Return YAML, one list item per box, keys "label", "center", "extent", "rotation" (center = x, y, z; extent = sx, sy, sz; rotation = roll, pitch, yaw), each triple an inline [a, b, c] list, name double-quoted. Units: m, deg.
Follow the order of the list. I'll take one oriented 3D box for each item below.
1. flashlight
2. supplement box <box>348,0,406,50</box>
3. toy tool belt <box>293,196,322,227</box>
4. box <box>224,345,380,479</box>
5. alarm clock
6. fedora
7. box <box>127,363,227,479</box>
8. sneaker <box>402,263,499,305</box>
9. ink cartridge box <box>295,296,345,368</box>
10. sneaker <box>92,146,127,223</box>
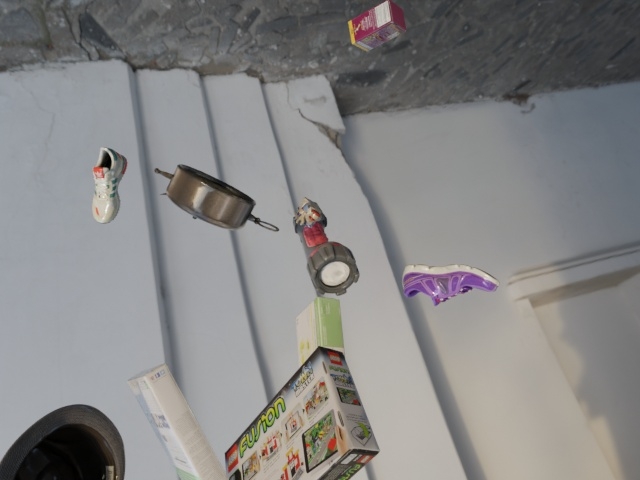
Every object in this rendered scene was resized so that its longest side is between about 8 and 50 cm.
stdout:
- label: "flashlight"
  center: [0.000, 0.000, 0.907]
  extent: [0.103, 0.304, 0.103]
  rotation: [-23, 121, 1]
- label: "supplement box"
  center: [0.099, -0.377, 0.709]
  extent: [0.083, 0.043, 0.055]
  rotation: [-10, 179, 38]
- label: "toy tool belt"
  center: [-0.025, -0.045, 0.775]
  extent: [0.052, 0.083, 0.051]
  rotation: [33, 105, -20]
- label: "box"
  center: [-0.033, 0.223, 0.423]
  extent: [0.036, 0.114, 0.207]
  rotation: [24, 115, -30]
- label: "alarm clock"
  center: [-0.152, -0.055, 0.622]
  extent: [0.192, 0.064, 0.129]
  rotation: [25, -174, -1]
- label: "fedora"
  center: [-0.530, 0.468, 0.800]
  extent: [0.125, 0.275, 0.243]
  rotation: [-12, -154, 28]
- label: "box"
  center: [-0.347, 0.456, 0.969]
  extent: [0.059, 0.321, 0.232]
  rotation: [-27, 178, -38]
- label: "sneaker"
  center: [0.227, 0.083, 0.714]
  extent: [0.170, 0.071, 0.068]
  rotation: [-4, 160, 38]
- label: "ink cartridge box"
  center: [-0.022, 0.240, 0.834]
  extent: [0.056, 0.171, 0.235]
  rotation: [9, 146, -23]
- label: "sneaker"
  center: [-0.455, -0.118, 0.842]
  extent: [0.057, 0.161, 0.075]
  rotation: [7, 168, 2]
